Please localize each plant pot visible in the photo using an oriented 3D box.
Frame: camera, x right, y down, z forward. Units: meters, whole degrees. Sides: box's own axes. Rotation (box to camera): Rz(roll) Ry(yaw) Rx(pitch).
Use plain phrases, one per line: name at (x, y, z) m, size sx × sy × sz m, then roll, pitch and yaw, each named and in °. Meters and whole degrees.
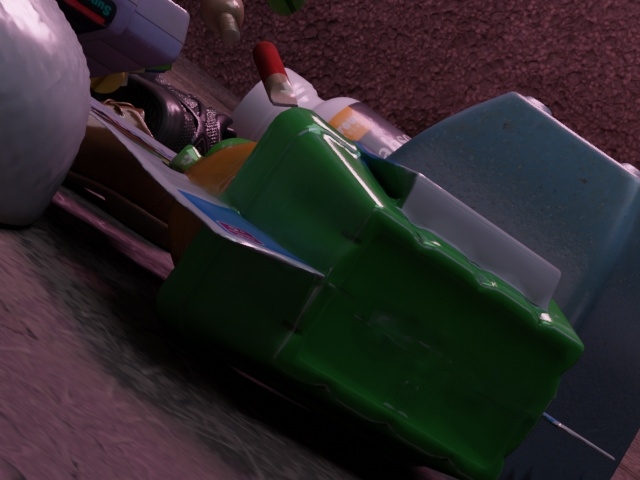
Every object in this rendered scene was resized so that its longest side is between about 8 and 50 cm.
plant pot at (0.156, 0.033, 1.554) m, size 0.247 × 0.252 × 0.248 m, roll 38°, pitch 5°, yaw 32°

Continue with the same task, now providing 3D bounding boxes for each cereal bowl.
cereal bowl at (-0.269, -0.159, 1.141) m, size 0.339 × 0.141 × 0.339 m, roll 36°, pitch 4°, yaw -3°

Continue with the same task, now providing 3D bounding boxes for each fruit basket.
fruit basket at (0.000, 0.000, 1.250) m, size 0.327 × 0.165 × 0.353 m, roll 33°, pitch 8°, yaw -31°

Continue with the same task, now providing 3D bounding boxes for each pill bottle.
pill bottle at (0.036, -0.043, 1.960) m, size 0.278 × 0.162 × 0.162 m, roll 37°, pitch 5°, yaw 12°

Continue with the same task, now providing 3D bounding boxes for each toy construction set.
toy construction set at (-0.141, -0.199, 1.644) m, size 0.308 × 0.257 × 0.237 m, roll 27°, pitch 18°, yaw -22°

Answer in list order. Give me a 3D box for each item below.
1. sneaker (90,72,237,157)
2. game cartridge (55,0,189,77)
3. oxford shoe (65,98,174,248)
sneaker at (-0.164, -0.127, 1.857) m, size 0.130 × 0.087 × 0.227 m, roll 33°, pitch 8°, yaw -45°
game cartridge at (-0.291, -0.217, 1.424) m, size 0.355 × 0.068 × 0.230 m, roll 32°, pitch -19°, yaw -37°
oxford shoe at (-0.171, -0.078, 1.408) m, size 0.212 × 0.076 × 0.076 m, roll 31°, pitch 8°, yaw -25°
